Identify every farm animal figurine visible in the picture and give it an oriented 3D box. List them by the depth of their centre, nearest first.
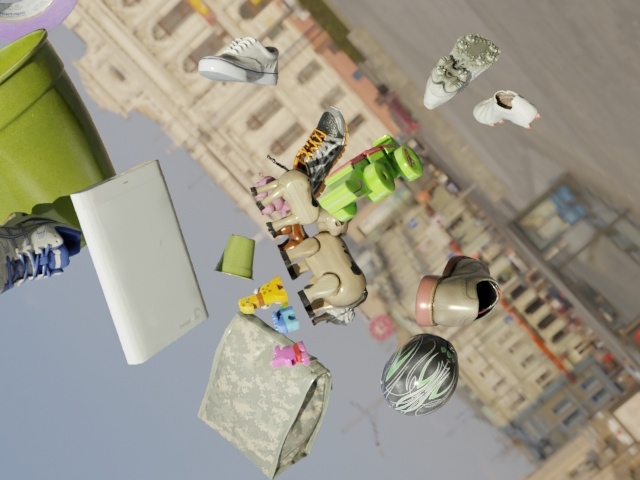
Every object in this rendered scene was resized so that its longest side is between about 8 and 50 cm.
[{"bbox_3d":[0.000,0.000,1.981,0.330,0.172,0.327,73,172,-79],"label":"farm animal figurine"}]

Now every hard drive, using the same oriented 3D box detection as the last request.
[{"bbox_3d":[-0.309,0.033,1.734,0.203,0.040,0.308,-35,-68,-53],"label":"hard drive"}]

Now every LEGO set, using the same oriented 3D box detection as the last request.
[{"bbox_3d":[-0.101,0.145,1.908,0.227,0.093,0.087,-115,10,-47],"label":"LEGO set"}]

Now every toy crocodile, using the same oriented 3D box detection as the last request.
[{"bbox_3d":[0.088,-0.121,1.802,0.105,0.115,0.340,58,-148,0],"label":"toy crocodile"}]

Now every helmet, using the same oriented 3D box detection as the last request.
[{"bbox_3d":[0.215,0.297,2.141,0.169,0.169,0.161,47,-137,-13],"label":"helmet"}]

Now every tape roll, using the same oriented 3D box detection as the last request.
[{"bbox_3d":[-0.615,-0.538,1.962,0.275,0.275,0.090,41,-169,-43],"label":"tape roll"}]

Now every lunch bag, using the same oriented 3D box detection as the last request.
[{"bbox_3d":[-0.106,0.307,2.086,0.235,0.287,0.169,35,-146,25],"label":"lunch bag"}]

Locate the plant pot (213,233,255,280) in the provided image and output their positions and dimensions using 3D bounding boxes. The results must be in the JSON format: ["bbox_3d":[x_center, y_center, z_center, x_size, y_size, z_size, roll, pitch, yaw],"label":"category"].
[{"bbox_3d":[-0.161,0.031,1.950,0.083,0.079,0.083,15,177,1],"label":"plant pot"}]

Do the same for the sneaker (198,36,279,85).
[{"bbox_3d":[-0.164,-0.364,1.993,0.094,0.091,0.258,7,-172,22],"label":"sneaker"}]

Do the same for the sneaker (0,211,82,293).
[{"bbox_3d":[-0.488,0.020,1.642,0.130,0.112,0.296,7,-159,4],"label":"sneaker"}]

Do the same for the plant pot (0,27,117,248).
[{"bbox_3d":[-0.563,-0.152,1.897,0.353,0.366,0.366,55,-176,-25],"label":"plant pot"}]

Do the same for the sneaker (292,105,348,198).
[{"bbox_3d":[-0.008,-0.190,2.156,0.083,0.215,0.084,7,-162,-46],"label":"sneaker"}]

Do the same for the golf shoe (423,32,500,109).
[{"bbox_3d":[0.222,-0.274,1.610,0.069,0.176,0.086,46,143,9],"label":"golf shoe"}]

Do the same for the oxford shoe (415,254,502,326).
[{"bbox_3d":[0.289,0.107,1.904,0.130,0.123,0.348,5,-167,22],"label":"oxford shoe"}]

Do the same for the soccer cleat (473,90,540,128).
[{"bbox_3d":[0.357,-0.266,1.957,0.076,0.068,0.196,43,172,-24],"label":"soccer cleat"}]
